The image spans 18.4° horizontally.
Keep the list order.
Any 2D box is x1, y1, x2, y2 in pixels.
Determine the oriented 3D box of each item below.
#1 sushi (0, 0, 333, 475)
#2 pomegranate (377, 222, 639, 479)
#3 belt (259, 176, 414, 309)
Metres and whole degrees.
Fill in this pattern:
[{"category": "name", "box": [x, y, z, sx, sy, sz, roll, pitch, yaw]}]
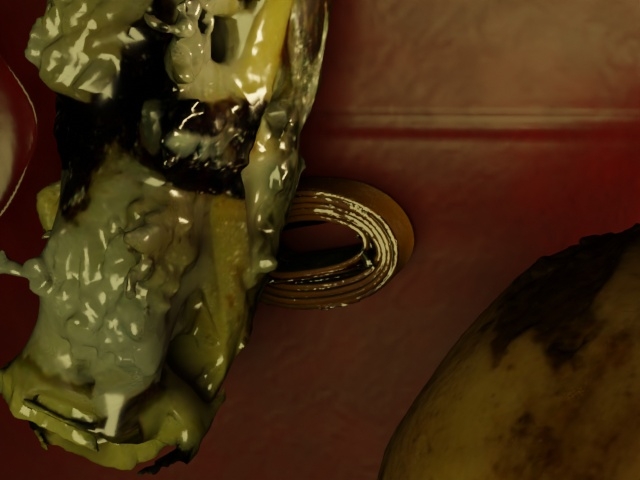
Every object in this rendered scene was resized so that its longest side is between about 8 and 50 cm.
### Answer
[{"category": "sushi", "box": [-0.082, -0.047, 0.859, 0.139, 0.131, 0.290, 17, 104, 22]}, {"category": "pomegranate", "box": [0.171, 0.145, 0.780, 0.322, 0.322, 0.322, 7, 113, 16]}, {"category": "belt", "box": [0.000, 0.000, 0.914, 0.083, 0.036, 0.059, -6, 103, 20]}]
